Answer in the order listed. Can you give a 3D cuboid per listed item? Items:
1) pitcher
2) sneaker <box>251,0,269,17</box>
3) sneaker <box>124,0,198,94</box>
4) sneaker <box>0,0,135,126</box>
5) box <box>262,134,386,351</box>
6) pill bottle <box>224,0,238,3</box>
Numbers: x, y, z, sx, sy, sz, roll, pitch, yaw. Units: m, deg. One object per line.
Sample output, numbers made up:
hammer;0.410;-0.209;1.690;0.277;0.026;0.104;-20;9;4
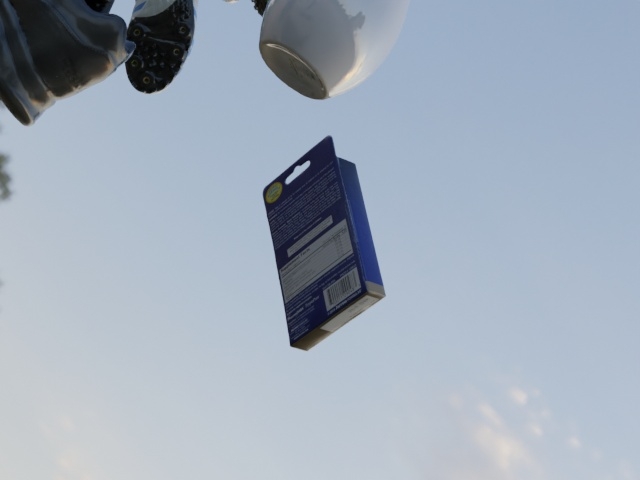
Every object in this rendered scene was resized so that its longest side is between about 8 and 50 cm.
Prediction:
pitcher;0.025;-0.253;1.252;0.125;0.207;0.177;27;-19;33
sneaker;-0.002;-0.486;2.019;0.146;0.343;0.134;29;-14;-11
sneaker;-0.184;-0.284;1.548;0.085;0.237;0.086;7;-9;-1
sneaker;-0.229;-0.226;1.060;0.109;0.130;0.286;68;-1;-66
box;0.000;0.000;1.531;0.136;0.036;0.225;-37;-129;35
pill bottle;-0.086;-0.346;1.577;0.116;0.065;0.065;-38;-87;32
